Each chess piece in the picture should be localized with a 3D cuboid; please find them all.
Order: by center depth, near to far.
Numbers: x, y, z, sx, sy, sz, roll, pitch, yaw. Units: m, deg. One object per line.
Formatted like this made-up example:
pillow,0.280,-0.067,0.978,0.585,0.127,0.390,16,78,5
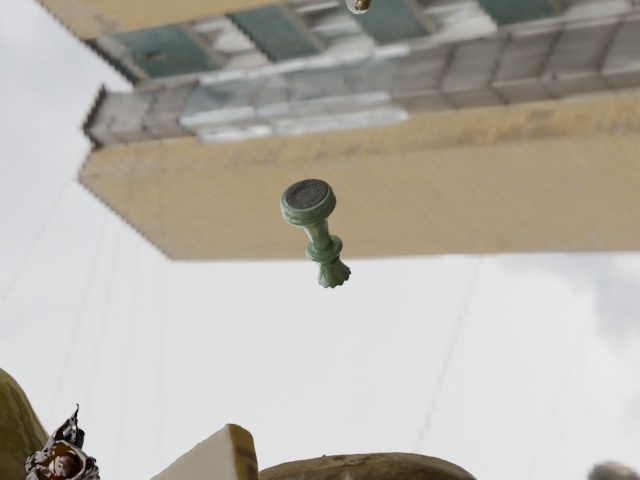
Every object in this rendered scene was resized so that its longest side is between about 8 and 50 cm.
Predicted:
chess piece,0.000,0.000,1.203,0.042,0.042,0.093,-51,-40,-34

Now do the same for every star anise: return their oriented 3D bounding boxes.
star anise,-0.210,0.216,1.232,0.053,0.212,0.157,15,-115,-15

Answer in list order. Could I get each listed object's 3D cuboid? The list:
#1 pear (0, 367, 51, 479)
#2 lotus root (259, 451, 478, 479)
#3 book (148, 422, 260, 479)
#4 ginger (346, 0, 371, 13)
pear,-0.392,0.323,1.508,0.362,0.362,0.418,5,-101,-46
lotus root,0.000,0.213,1.031,0.128,0.260,0.145,-82,-20,-71
book,-0.102,0.294,0.715,0.032,0.269,0.389,35,-154,-33
ginger,0.027,-0.205,1.181,0.030,0.048,0.097,17,-150,-16
